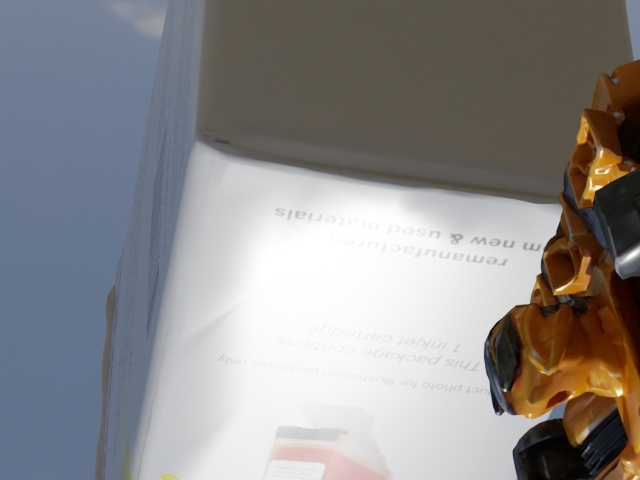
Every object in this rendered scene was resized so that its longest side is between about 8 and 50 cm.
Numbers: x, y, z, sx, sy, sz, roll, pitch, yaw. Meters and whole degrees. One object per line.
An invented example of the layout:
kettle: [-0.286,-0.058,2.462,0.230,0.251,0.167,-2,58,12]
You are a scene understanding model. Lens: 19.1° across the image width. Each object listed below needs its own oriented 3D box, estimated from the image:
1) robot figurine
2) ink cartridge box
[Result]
robot figurine: [0.179,-0.003,0.492,0.291,0.211,0.085,-9,-120,-9]
ink cartridge box: [0.000,0.000,0.837,0.160,0.385,0.279,7,-131,-9]
